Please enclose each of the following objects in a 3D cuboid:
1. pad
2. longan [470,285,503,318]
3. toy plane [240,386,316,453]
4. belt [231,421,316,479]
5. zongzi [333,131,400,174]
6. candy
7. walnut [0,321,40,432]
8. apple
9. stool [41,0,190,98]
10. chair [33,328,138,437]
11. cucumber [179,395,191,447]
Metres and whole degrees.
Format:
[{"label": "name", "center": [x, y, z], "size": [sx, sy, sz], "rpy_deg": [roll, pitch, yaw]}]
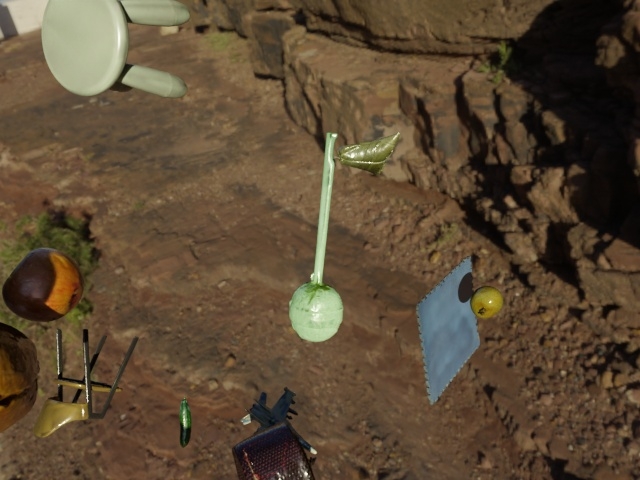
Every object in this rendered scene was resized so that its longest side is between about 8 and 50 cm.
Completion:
[{"label": "pad", "center": [0.303, 0.204, 1.316], "size": [0.012, 0.269, 0.270], "rpy_deg": [8, 27, 39]}, {"label": "longan", "center": [0.363, 0.138, 1.236], "size": [0.075, 0.075, 0.083], "rpy_deg": [3, 31, 24]}, {"label": "toy plane", "center": [-0.099, 0.498, 1.486], "size": [0.262, 0.088, 0.192], "rpy_deg": [25, 67, 35]}, {"label": "belt", "center": [-0.077, 0.483, 1.134], "size": [0.164, 0.289, 0.184], "rpy_deg": [-22, 56, -20]}, {"label": "zongzi", "center": [0.097, -0.229, 1.345], "size": [0.154, 0.130, 0.062], "rpy_deg": [15, 47, -14]}, {"label": "candy", "center": [0.000, 0.000, 1.163], "size": [0.119, 0.440, 0.119], "rpy_deg": [4, 14, -1]}, {"label": "walnut", "center": [-0.548, 0.215, 0.867], "size": [0.209, 0.209, 0.336], "rpy_deg": [-3, -7, 14]}, {"label": "apple", "center": [-0.521, 0.088, 1.073], "size": [0.146, 0.146, 0.146], "rpy_deg": [-8, 28, 5]}, {"label": "stool", "center": [-0.368, -0.366, 1.041], "size": [0.195, 0.195, 0.199], "rpy_deg": [13, 18, 25]}, {"label": "chair", "center": [-0.572, 0.341, 1.357], "size": [0.159, 0.247, 0.172], "rpy_deg": [-6, -18, 41]}, {"label": "cucumber", "center": [-0.417, 0.560, 1.747], "size": [0.037, 0.155, 0.037], "rpy_deg": [-2, -9, 0]}]
